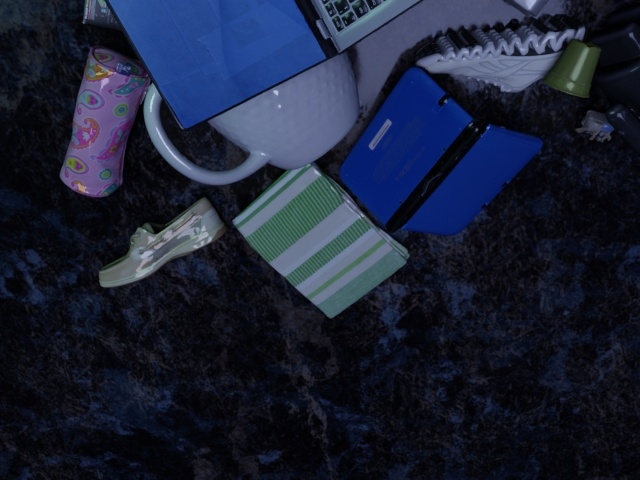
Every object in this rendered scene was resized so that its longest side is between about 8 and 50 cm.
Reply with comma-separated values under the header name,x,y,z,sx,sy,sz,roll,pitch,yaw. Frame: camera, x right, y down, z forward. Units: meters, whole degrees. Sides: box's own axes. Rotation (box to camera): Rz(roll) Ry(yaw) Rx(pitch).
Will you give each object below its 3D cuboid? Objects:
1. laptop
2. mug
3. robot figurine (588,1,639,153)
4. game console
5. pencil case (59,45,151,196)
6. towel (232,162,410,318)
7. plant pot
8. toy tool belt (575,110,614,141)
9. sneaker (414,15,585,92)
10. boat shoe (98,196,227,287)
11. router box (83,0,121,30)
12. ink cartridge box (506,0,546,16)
name,x,y,z,sx,sy,sz,roll,pitch,yaw
laptop,-0.070,-0.415,0.768,0.408,0.236,0.382,-23,101,35
mug,-0.125,-0.259,1.026,0.328,0.276,0.374,49,68,-22
robot figurine,0.587,-0.274,1.058,0.209,0.173,0.278,-36,109,26
game console,0.222,-0.158,1.193,0.250,0.173,0.293,48,132,13
pencil case,-0.414,-0.225,1.188,0.124,0.124,0.284,22,116,-8
towel,0.000,0.000,1.325,0.248,0.038,0.325,-39,111,22
plant pot,0.429,-0.293,1.036,0.083,0.083,0.079,15,118,-4
toy tool belt,0.534,-0.212,1.172,0.083,0.052,0.051,17,149,-1
sneaker,0.316,-0.317,1.101,0.292,0.110,0.118,-5,126,7
boat shoe,-0.351,0.004,1.315,0.302,0.109,0.098,-25,108,10
router box,-0.370,-0.442,1.102,0.092,0.038,0.122,7,120,-20
ink cartridge box,0.336,-0.521,0.947,0.201,0.117,0.278,39,116,7
